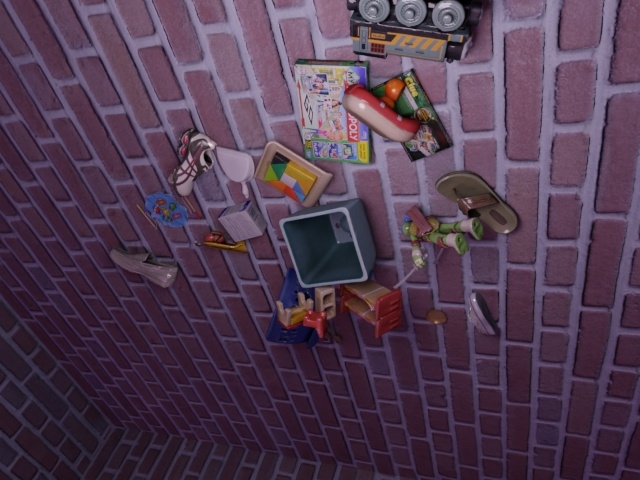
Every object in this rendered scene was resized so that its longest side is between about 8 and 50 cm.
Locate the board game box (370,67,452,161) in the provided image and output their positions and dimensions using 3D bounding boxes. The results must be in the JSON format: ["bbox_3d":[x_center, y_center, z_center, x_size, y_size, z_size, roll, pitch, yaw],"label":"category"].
[{"bbox_3d":[0.267,-0.358,1.497,0.136,0.030,0.259,-16,123,35],"label":"board game box"}]

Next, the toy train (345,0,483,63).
[{"bbox_3d":[0.225,-0.544,1.278,0.334,0.142,0.190,11,146,9],"label":"toy train"}]

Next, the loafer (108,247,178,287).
[{"bbox_3d":[-0.784,0.098,2.288,0.319,0.112,0.111,25,99,0],"label":"loafer"}]

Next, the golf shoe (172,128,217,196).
[{"bbox_3d":[-0.445,-0.254,1.802,0.120,0.105,0.272,21,129,0],"label":"golf shoe"}]

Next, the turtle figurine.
[{"bbox_3d":[0.389,0.021,1.661,0.198,0.274,0.266,1,179,-34],"label":"turtle figurine"}]

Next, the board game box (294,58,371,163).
[{"bbox_3d":[0.044,-0.384,1.549,0.214,0.046,0.317,7,133,16],"label":"board game box"}]

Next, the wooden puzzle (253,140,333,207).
[{"bbox_3d":[-0.099,-0.212,1.733,0.239,0.044,0.221,27,148,-6],"label":"wooden puzzle"}]

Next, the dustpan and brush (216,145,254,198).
[{"bbox_3d":[-0.285,-0.233,1.812,0.147,0.060,0.211,17,127,27],"label":"dustpan and brush"}]

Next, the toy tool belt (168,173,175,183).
[{"bbox_3d":[-0.533,-0.217,1.933,0.083,0.052,0.051,30,165,-3],"label":"toy tool belt"}]

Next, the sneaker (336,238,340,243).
[{"bbox_3d":[0.000,0.000,1.899,0.170,0.071,0.068,9,133,12],"label":"sneaker"}]

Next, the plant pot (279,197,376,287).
[{"bbox_3d":[0.056,-0.015,1.719,0.248,0.252,0.247,-9,107,29],"label":"plant pot"}]

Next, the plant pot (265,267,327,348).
[{"bbox_3d":[-0.080,0.289,2.089,0.212,0.236,0.236,19,134,-4],"label":"plant pot"}]

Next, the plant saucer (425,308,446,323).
[{"bbox_3d":[0.458,0.298,2.032,0.083,0.015,0.083,11,134,12],"label":"plant saucer"}]

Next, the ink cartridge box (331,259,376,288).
[{"bbox_3d":[0.079,0.107,1.921,0.231,0.134,0.078,15,135,7],"label":"ink cartridge box"}]

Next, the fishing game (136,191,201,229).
[{"bbox_3d":[-0.619,-0.116,2.059,0.264,0.041,0.189,-6,131,26],"label":"fishing game"}]

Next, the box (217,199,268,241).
[{"bbox_3d":[-0.293,-0.073,1.946,0.137,0.072,0.126,-13,125,30],"label":"box"}]

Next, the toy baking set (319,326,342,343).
[{"bbox_3d":[-0.026,0.386,2.297,0.256,0.030,0.196,9,136,14],"label":"toy baking set"}]

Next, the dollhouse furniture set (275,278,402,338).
[{"bbox_3d":[0.066,0.243,1.680,0.201,0.374,0.152,30,131,48],"label":"dollhouse furniture set"}]

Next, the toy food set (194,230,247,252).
[{"bbox_3d":[-0.392,-0.003,2.039,0.218,0.071,0.128,9,171,0],"label":"toy food set"}]

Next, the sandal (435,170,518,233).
[{"bbox_3d":[0.493,-0.111,1.592,0.303,0.086,0.120,33,134,-10],"label":"sandal"}]

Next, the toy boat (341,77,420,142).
[{"bbox_3d":[0.183,-0.375,1.414,0.231,0.151,0.151,31,98,-21],"label":"toy boat"}]

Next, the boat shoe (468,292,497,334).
[{"bbox_3d":[0.589,0.285,1.920,0.076,0.083,0.226,-16,124,31],"label":"boat shoe"}]
